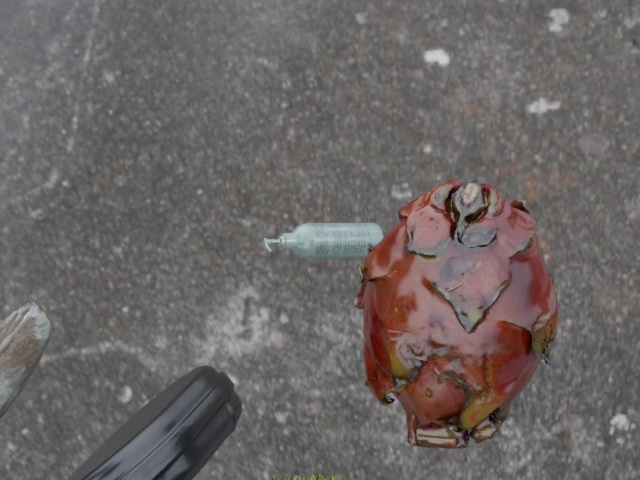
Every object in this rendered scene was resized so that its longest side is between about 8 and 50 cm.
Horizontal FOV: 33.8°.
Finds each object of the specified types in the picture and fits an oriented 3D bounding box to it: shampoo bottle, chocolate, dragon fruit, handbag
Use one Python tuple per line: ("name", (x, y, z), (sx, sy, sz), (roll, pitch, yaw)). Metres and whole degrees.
("shampoo bottle", (0.000, 0.000, 1.589), (0.195, 0.056, 0.056), (0, 45, -28))
("chocolate", (-0.471, 0.210, 1.510), (0.157, 0.080, 0.254), (-22, 30, 56))
("dragon fruit", (0.164, 0.087, 1.252), (0.250, 0.250, 0.315), (-17, 94, -3))
("handbag", (-0.228, 0.286, 1.402), (0.093, 0.253, 0.308), (50, 33, -4))

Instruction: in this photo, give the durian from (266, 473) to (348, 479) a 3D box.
("durian", (-0.042, 0.380, 1.187), (0.176, 0.200, 0.237), (5, 83, 3))
